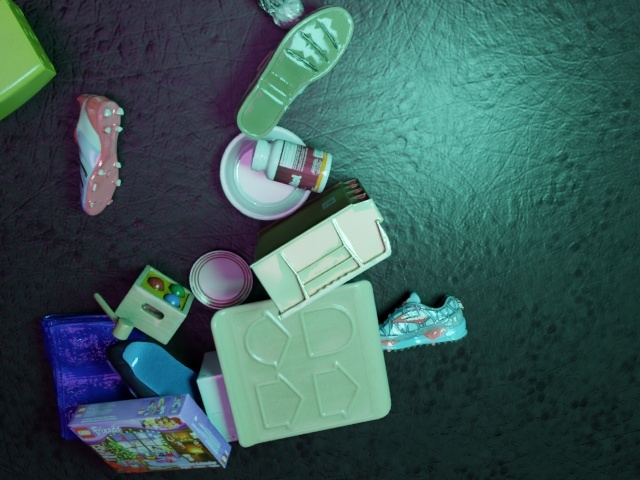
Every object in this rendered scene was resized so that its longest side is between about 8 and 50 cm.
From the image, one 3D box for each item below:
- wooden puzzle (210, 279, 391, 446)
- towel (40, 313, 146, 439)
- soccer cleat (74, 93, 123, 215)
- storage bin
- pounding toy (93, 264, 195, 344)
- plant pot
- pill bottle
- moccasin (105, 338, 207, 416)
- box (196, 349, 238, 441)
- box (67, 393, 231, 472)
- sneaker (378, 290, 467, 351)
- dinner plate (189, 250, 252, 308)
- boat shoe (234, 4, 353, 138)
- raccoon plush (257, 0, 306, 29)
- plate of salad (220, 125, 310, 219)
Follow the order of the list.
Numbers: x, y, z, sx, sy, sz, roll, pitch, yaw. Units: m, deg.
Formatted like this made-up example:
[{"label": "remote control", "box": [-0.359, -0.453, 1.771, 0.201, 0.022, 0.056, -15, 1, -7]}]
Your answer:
[{"label": "wooden puzzle", "box": [-0.036, 0.262, 1.269, 0.347, 0.080, 0.323, -12, 105, -6]}, {"label": "towel", "box": [-0.508, 0.314, 1.337, 0.227, 0.076, 0.309, -3, 107, -2]}, {"label": "soccer cleat", "box": [-0.467, -0.176, 1.202, 0.095, 0.083, 0.248, 22, 112, 21]}, {"label": "storage bin", "box": [0.000, 0.000, 1.180, 0.260, 0.262, 0.123, -31, 104, 6]}, {"label": "pounding toy", "box": [-0.373, 0.129, 1.222, 0.181, 0.206, 0.094, 35, 101, -12]}, {"label": "plant pot", "box": [-0.622, -0.342, 1.078, 0.187, 0.212, 0.212, -29, 107, -8]}, {"label": "pill bottle", "box": [-0.060, -0.154, 1.176, 0.151, 0.086, 0.086, 14, 105, -8]}, {"label": "moccasin", "box": [-0.351, 0.322, 1.315, 0.116, 0.138, 0.342, 3, 133, 30]}, {"label": "box", "box": [-0.211, 0.352, 1.339, 0.090, 0.130, 0.171, -12, 107, 1]}, {"label": "box", "box": [-0.369, 0.427, 1.269, 0.293, 0.057, 0.201, -11, 126, 21]}, {"label": "sneaker", "box": [0.201, 0.181, 1.347, 0.261, 0.104, 0.125, -8, 90, -6]}, {"label": "dinner plate", "box": [-0.224, 0.088, 1.318, 0.141, 0.017, 0.141, -1, 107, -2]}, {"label": "boat shoe", "box": [-0.065, -0.342, 1.151, 0.302, 0.103, 0.113, -45, 119, 8]}, {"label": "raccoon plush", "box": [-0.257, -0.534, 1.045, 0.299, 0.216, 0.447, -25, 107, 12]}, {"label": "plate of salad", "box": [-0.113, -0.143, 1.240, 0.199, 0.048, 0.200, -1, 97, -7]}]
